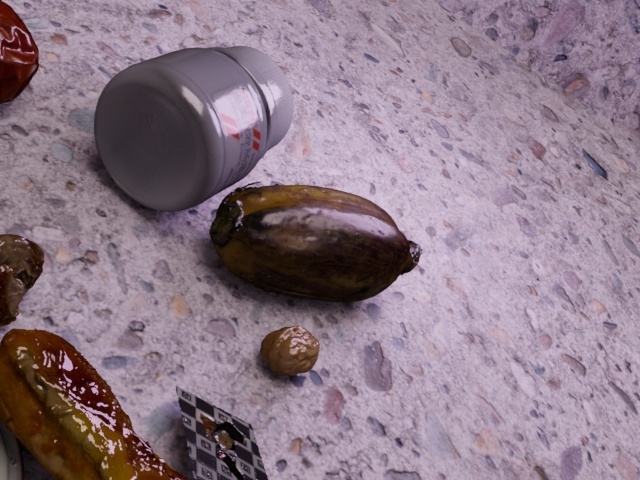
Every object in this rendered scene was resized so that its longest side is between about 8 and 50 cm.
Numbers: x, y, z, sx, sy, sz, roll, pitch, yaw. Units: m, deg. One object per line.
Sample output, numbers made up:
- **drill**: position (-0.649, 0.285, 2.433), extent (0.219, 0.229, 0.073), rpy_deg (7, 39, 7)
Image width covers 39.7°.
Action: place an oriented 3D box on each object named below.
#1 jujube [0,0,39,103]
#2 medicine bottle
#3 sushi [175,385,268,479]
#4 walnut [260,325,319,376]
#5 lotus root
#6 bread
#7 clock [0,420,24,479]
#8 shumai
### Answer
- **jujube**: position (-0.568, -0.328, 1.403), extent (0.250, 0.174, 0.174), rpy_deg (43, 35, -12)
- **medicine bottle**: position (-0.203, -0.204, 1.504), extent (0.245, 0.245, 0.306), rpy_deg (42, 35, 6)
- **sushi**: position (-0.134, 0.286, 1.172), extent (0.139, 0.031, 0.201), rpy_deg (34, 12, -26)
- **walnut**: position (-0.048, 0.172, 1.373), extent (0.079, 0.083, 0.096), rpy_deg (22, 18, 36)
- **lotus root**: position (0.000, 0.000, 1.510), extent (0.397, 0.179, 0.196), rpy_deg (12, 46, -30)
- **bread**: position (-0.238, 0.259, 1.027), extent (0.109, 0.185, 0.380), rpy_deg (-43, 81, -13)
- **clock**: position (-0.473, 0.237, 0.936), extent (0.318, 0.080, 0.319), rpy_deg (22, 39, -19)
- **shumai**: position (-0.418, 0.053, 1.156), extent (0.105, 0.123, 0.139), rpy_deg (51, 23, -1)
